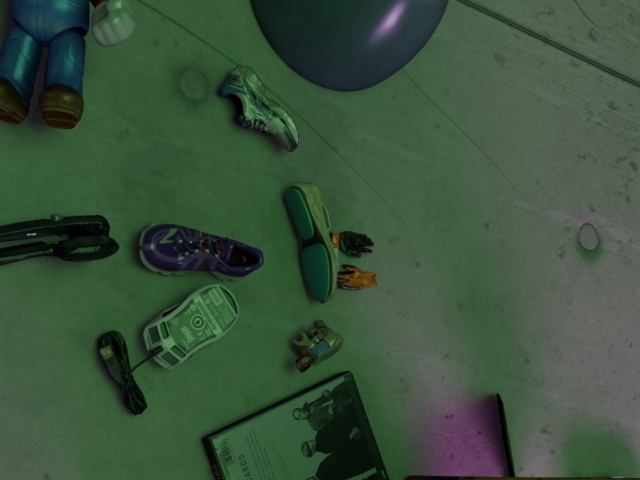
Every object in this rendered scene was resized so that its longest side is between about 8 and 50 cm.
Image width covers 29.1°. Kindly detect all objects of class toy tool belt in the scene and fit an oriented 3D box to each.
[{"bbox_3d":[-0.013,0.139,1.643,0.083,0.052,0.051,-28,66,-38],"label":"toy tool belt"}]

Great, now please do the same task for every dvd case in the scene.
[{"bbox_3d":[-0.025,0.295,1.610,0.238,0.029,0.179,-20,93,-35],"label":"dvd case"}]

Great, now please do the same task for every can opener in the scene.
[{"bbox_3d":[-0.331,-0.001,1.441,0.186,0.073,0.059,-3,90,-26],"label":"can opener"}]

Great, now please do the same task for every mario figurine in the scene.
[{"bbox_3d":[-0.325,-0.304,1.437,0.198,0.170,0.321,14,75,-30],"label":"mario figurine"}]

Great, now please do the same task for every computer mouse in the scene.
[{"bbox_3d":[-0.183,0.123,1.530,0.193,0.042,0.106,-34,96,-28],"label":"computer mouse"}]

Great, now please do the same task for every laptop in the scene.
[{"bbox_3d":[0.334,0.338,1.704,0.264,0.234,0.137,27,90,8],"label":"laptop"}]

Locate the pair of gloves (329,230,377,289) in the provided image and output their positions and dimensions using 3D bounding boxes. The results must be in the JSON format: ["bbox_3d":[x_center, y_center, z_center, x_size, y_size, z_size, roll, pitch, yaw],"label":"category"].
[{"bbox_3d":[0.044,0.028,1.721,0.074,0.010,0.083,4,76,-33],"label":"pair of gloves"}]

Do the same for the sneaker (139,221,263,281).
[{"bbox_3d":[-0.147,0.010,1.556,0.169,0.071,0.068,7,77,-33],"label":"sneaker"}]

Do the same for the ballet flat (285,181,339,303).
[{"bbox_3d":[0.000,0.000,1.670,0.052,0.057,0.168,-13,89,-45],"label":"ballet flat"}]

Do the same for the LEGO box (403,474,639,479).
[{"bbox_3d":[0.179,0.452,1.433,0.372,0.500,0.193,-32,100,-35],"label":"LEGO box"}]

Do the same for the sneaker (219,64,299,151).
[{"bbox_3d":[-0.085,-0.166,1.652,0.058,0.052,0.135,-44,99,-22],"label":"sneaker"}]

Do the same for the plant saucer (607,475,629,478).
[{"bbox_3d":[0.460,0.462,1.897,0.195,0.037,0.195,15,66,-35],"label":"plant saucer"}]

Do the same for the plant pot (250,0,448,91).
[{"bbox_3d":[0.072,-0.371,1.704,0.290,0.195,0.290,7,77,-34],"label":"plant pot"}]
